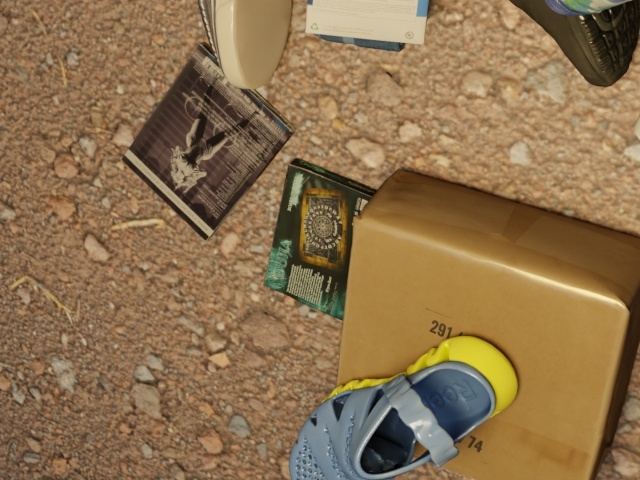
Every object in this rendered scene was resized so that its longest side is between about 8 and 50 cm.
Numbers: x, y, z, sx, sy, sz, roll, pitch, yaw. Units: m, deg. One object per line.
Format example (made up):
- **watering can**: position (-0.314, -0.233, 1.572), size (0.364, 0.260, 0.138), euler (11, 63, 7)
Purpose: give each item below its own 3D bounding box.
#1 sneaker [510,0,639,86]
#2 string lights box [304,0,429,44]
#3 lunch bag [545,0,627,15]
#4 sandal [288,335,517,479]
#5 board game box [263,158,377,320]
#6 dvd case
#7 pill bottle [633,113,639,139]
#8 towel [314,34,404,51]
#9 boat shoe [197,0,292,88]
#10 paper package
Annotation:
- **sneaker**: position (0.233, -0.287, 1.215), size (0.130, 0.109, 0.286), euler (-16, 106, 53)
- **string lights box**: position (0.059, -0.345, 1.221), size (0.133, 0.076, 0.259), euler (7, 123, 2)
- **lunch bag**: position (0.265, -0.335, 1.107), size (0.219, 0.176, 0.090), euler (62, 156, -10)
- **sandal**: position (0.067, 0.217, 1.290), size (0.126, 0.138, 0.317), euler (49, 127, -2)
- **board game box**: position (0.000, 0.000, 1.496), size (0.126, 0.026, 0.186), euler (24, 120, 18)
- **dvd case**: position (-0.151, -0.126, 1.528), size (0.164, 0.018, 0.221), euler (44, 123, 4)
- **pill bottle**: position (0.399, -0.186, 1.145), size (0.124, 0.124, 0.221), euler (31, 121, 13)
- **towel**: position (0.044, -0.260, 1.360), size (0.120, 0.029, 0.067), euler (14, 117, 22)
- **boat shoe**: position (-0.132, -0.353, 1.371), size (0.158, 0.127, 0.340), euler (9, 107, 32)
- **paper package**: position (0.195, 0.115, 1.357), size (0.325, 0.168, 0.309), euler (17, 120, 20)
